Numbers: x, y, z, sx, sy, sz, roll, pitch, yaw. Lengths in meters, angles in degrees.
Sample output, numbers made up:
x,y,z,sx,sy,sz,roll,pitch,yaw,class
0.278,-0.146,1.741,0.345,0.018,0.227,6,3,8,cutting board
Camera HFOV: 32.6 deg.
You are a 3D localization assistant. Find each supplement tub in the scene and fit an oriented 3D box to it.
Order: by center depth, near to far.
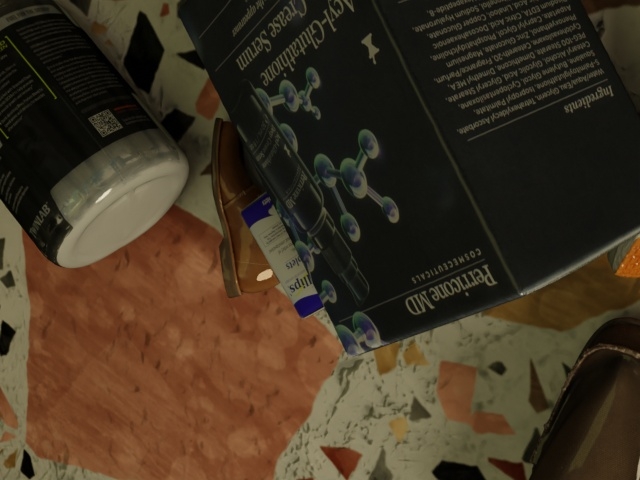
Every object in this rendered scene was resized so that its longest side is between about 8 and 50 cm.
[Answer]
x,y,z,sx,sy,sz,roll,pitch,yaw,class
-0.333,-0.151,1.317,0.338,0.207,0.207,50,122,11,supplement tub

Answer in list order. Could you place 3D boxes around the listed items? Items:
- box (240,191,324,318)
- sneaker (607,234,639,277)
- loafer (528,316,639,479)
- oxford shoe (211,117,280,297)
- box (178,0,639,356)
x,y,z,sx,sy,sz,roll,pitch,yaw,class
0.000,0.000,1.198,0.072,0.126,0.137,-34,84,32,box
0.331,-0.079,1.006,0.121,0.099,0.262,-110,31,-42,sneaker
0.271,0.253,1.094,0.134,0.130,0.365,22,113,25,loafer
-0.088,-0.042,1.289,0.076,0.076,0.212,-9,97,3,oxford shoe
0.083,-0.130,1.004,0.395,0.212,0.293,63,150,3,box
